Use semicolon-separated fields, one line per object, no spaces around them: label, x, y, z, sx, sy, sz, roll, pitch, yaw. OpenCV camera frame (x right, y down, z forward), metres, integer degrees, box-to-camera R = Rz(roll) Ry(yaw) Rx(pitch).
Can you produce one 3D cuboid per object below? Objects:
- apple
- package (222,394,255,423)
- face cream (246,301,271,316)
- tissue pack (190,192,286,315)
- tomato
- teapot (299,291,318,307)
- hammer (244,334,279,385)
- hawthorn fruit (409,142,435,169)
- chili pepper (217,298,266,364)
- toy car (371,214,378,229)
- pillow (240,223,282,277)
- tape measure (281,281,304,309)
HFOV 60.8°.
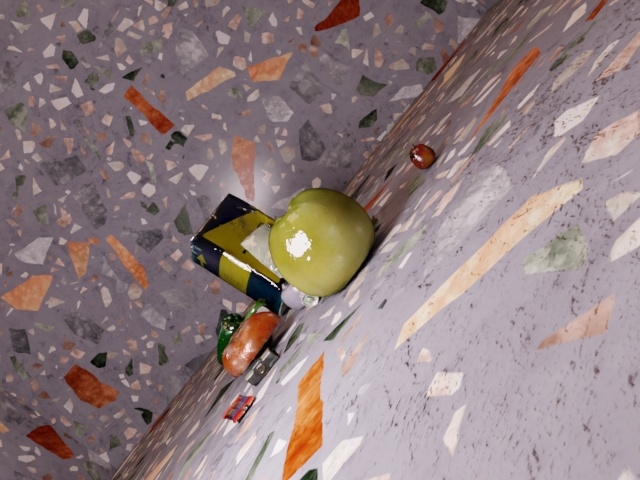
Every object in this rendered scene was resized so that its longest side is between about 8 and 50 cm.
apple;0.000;0.000;1.475;0.292;0.254;0.292;-51;11;13
package;-0.229;0.464;1.511;0.083;0.022;0.200;-55;8;-22
face cream;-0.246;0.315;2.174;0.345;0.102;0.102;-55;7;-29
tissue pack;-0.249;0.053;2.045;0.264;0.416;0.253;-54;-10;-27
tomato;-0.227;0.314;1.727;0.237;0.095;0.237;-51;3;4
teapot;-0.024;0.163;1.639;0.083;0.064;0.064;-20;17;3
hammer;-0.175;0.350;1.720;0.111;0.043;0.365;-53;5;1
hawthorn fruit;0.294;-0.241;1.574;0.077;0.077;0.077;-51;6;7
chili pepper;-0.278;0.323;1.935;0.174;0.165;0.261;-18;-56;-81
toy car;0.133;-0.023;1.649;0.122;0.035;0.059;-43;14;45
pillow;-0.162;0.031;1.874;0.128;0.229;0.051;-40;-32;-22
tape measure;-0.056;0.135;1.798;0.196;0.105;0.178;-46;8;33
